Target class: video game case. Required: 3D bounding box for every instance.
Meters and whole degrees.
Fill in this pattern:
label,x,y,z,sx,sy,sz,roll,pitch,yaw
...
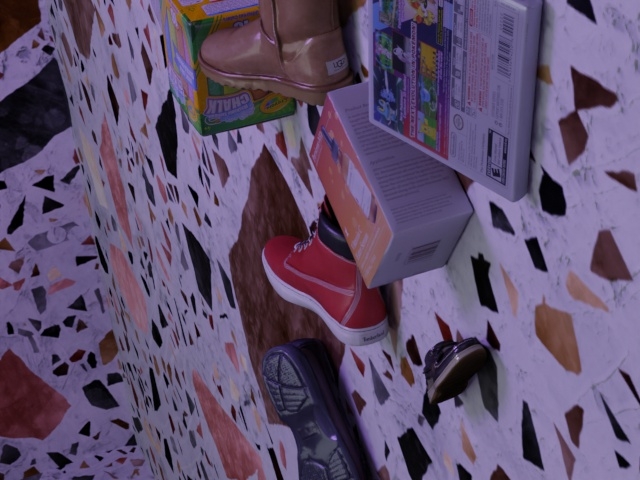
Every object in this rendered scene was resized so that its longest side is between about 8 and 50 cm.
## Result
label,x,y,z,sx,sy,sz,roll,pitch,yaw
video game case,0.112,-0.153,1.272,0.183,0.023,0.201,33,141,35

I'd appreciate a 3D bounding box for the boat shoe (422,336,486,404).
label,x,y,z,sx,sy,sz,roll,pitch,yaw
boat shoe,0.131,0.129,1.514,0.049,0.056,0.152,62,160,18

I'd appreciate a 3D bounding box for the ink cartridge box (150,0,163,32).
label,x,y,z,sx,sy,sz,roll,pitch,yaw
ink cartridge box,-0.210,-0.431,2.049,0.296,0.066,0.261,104,145,-58

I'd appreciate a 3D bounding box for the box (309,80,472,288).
label,x,y,z,sx,sy,sz,roll,pitch,yaw
box,0.068,-0.060,1.479,0.130,0.091,0.170,108,142,-62

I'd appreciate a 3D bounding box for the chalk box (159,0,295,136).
label,x,y,z,sx,sy,sz,roll,pitch,yaw
chalk box,-0.116,-0.222,1.839,0.132,0.132,0.213,-126,25,-48

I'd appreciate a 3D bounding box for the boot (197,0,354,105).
label,x,y,z,sx,sy,sz,roll,pitch,yaw
boot,-0.058,-0.300,1.605,0.236,0.089,0.269,16,128,36

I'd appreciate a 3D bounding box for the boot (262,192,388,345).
label,x,y,z,sx,sy,sz,roll,pitch,yaw
boot,0.000,0.000,1.766,0.244,0.088,0.176,35,138,52

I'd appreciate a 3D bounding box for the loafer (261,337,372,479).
label,x,y,z,sx,sy,sz,roll,pitch,yaw
loafer,0.018,0.275,1.992,0.109,0.095,0.302,-21,90,43
